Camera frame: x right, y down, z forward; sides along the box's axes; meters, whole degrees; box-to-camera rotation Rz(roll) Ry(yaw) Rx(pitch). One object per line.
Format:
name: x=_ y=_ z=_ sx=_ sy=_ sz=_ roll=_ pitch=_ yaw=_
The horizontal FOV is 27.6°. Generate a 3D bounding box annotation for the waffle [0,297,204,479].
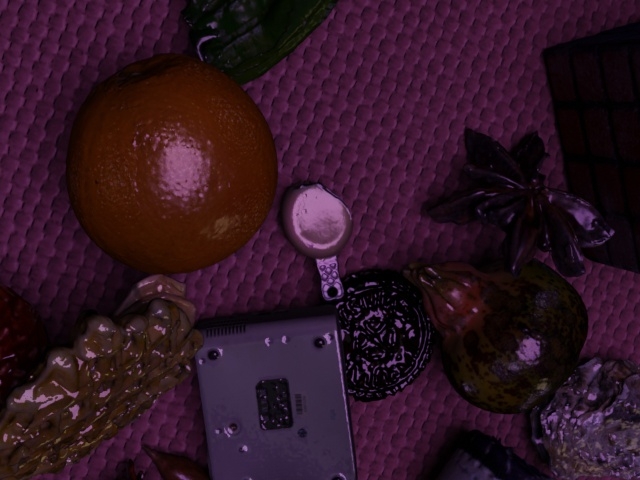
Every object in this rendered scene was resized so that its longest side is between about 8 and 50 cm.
waffle: x=-0.282 y=0.195 z=1.602 sx=0.317 sy=0.297 sz=0.073 roll=-47 pitch=70 yaw=7

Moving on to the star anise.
star anise: x=0.286 y=-0.046 z=1.828 sx=0.212 sy=0.283 sz=0.129 roll=-16 pitch=139 yaw=-35

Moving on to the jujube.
jujube: x=-0.450 y=0.142 z=1.618 sx=0.232 sy=0.213 sz=0.213 roll=36 pitch=86 yaw=-21

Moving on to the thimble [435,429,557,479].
thimble: x=0.274 y=0.386 z=1.880 sx=0.237 sy=0.237 sz=0.150 roll=37 pitch=90 yaw=-19

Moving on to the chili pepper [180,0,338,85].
chili pepper: x=-0.035 y=-0.378 z=1.692 sx=0.385 sy=0.213 sz=0.167 roll=-47 pitch=154 yaw=13

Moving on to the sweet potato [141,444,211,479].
sweet potato: x=-0.201 y=0.318 z=1.805 sx=0.117 sy=0.049 sz=0.049 roll=38 pitch=85 yaw=-8

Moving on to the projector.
projector: x=-0.060 y=0.225 z=1.772 sx=0.198 sy=0.108 sz=0.250 roll=-6 pitch=101 yaw=3

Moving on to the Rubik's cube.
Rubik's cube: x=0.558 y=-0.149 z=1.820 sx=0.337 sy=0.344 sz=0.344 roll=-16 pitch=104 yaw=-14

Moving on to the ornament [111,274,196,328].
ornament: x=-0.234 y=0.135 z=1.728 sx=0.201 sy=0.059 sz=0.180 roll=-40 pitch=145 yaw=16

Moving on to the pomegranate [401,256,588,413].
pomegranate: x=0.233 y=0.122 z=1.830 sx=0.276 sy=0.222 sz=0.204 roll=12 pitch=130 yaw=-6

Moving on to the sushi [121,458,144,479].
sushi: x=-0.271 y=0.463 z=1.757 sx=0.130 sy=0.124 sz=0.332 roll=19 pitch=91 yaw=-22

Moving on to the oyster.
oyster: x=0.445 y=0.273 z=1.970 sx=0.267 sy=0.112 sz=0.198 roll=-15 pitch=102 yaw=-18

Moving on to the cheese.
cheese: x=0.006 y=-0.004 z=1.804 sx=0.092 sy=0.047 sz=0.171 roll=-31 pitch=93 yaw=-8

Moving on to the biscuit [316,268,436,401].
biscuit: x=0.076 y=0.133 z=1.858 sx=0.194 sy=0.053 sz=0.195 roll=-2 pitch=98 yaw=-17

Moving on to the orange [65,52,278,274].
orange: x=-0.187 y=-0.094 z=1.629 sx=0.274 sy=0.274 sz=0.274 roll=-3 pitch=99 yaw=-18
